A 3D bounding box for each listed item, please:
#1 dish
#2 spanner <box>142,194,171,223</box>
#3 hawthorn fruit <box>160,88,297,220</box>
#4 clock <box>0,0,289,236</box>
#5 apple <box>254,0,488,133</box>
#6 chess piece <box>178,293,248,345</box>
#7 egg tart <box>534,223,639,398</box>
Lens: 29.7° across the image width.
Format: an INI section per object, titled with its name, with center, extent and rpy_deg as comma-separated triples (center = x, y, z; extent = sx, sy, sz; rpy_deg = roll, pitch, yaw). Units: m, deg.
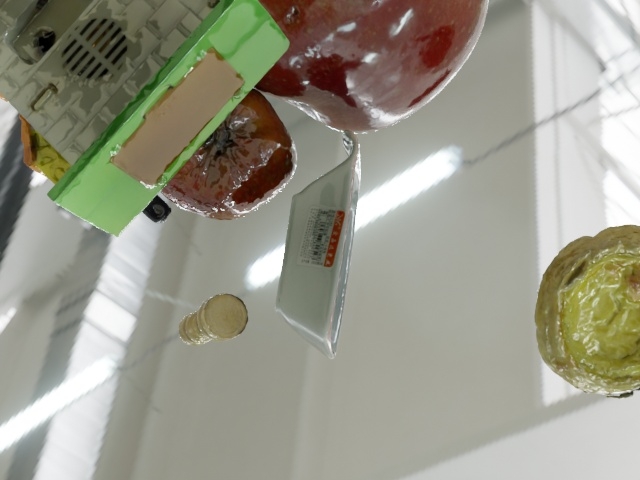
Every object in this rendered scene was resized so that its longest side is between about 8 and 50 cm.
[dish]
center = 0.000, 0.000, 1.266
extent = 0.154, 0.064, 0.234
rpy_deg = 77, 22, -76
[spanner]
center = -0.248, -0.098, 1.381
extent = 0.046, 0.208, 0.012
rpy_deg = -45, 175, -14
[hawthorn fruit]
center = -0.108, -0.091, 1.350
extent = 0.163, 0.162, 0.203
rpy_deg = -53, 176, -4
[clock]
center = -0.194, -0.173, 1.003
extent = 0.220, 0.106, 0.255
rpy_deg = -47, -114, 1
[apple]
center = 0.009, -0.279, 1.365
extent = 0.277, 0.348, 0.348
rpy_deg = -64, -151, 4
[chess piece]
center = -0.151, 0.114, 1.666
extent = 0.122, 0.066, 0.066
rpy_deg = -28, -147, 61
[egg tart]
center = 0.445, 0.103, 1.826
extent = 0.279, 0.279, 0.095
rpy_deg = -47, -162, 6
